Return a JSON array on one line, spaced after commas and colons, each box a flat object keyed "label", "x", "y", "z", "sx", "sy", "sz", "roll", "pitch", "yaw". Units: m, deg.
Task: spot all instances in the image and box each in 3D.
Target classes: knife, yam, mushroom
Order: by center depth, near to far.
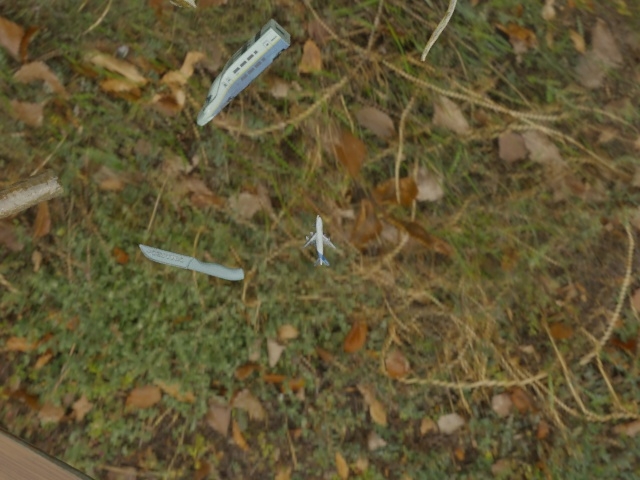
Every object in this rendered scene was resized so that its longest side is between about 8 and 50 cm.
[{"label": "mushroom", "x": 0.232, "y": -0.425, "z": 1.571, "sx": 0.026, "sy": 0.028, "sz": 0.286, "roll": 7, "pitch": 123, "yaw": -43}, {"label": "knife", "x": -0.237, "y": 0.042, "z": 1.755, "sx": 0.210, "sy": 0.015, "sz": 0.028, "roll": 15, "pitch": 109, "yaw": -24}, {"label": "yam", "x": -0.684, "y": -0.070, "z": 1.998, "sx": 0.299, "sy": 0.066, "sz": 0.066, "roll": -28, "pitch": 120, "yaw": -28}]

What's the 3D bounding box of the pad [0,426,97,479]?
[{"label": "pad", "x": -0.317, "y": 0.260, "z": 0.754, "sx": 0.286, "sy": 0.018, "sz": 0.284, "roll": 30, "pitch": 103, "yaw": -1}]

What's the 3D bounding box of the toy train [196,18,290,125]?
[{"label": "toy train", "x": -0.149, "y": -0.290, "z": 1.674, "sx": 0.234, "sy": 0.052, "sz": 0.051, "roll": -38, "pitch": 116, "yaw": 24}]

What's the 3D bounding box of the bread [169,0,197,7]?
[{"label": "bread", "x": -0.255, "y": -0.514, "z": 1.790, "sx": 0.127, "sy": 0.152, "sz": 0.147, "roll": 28, "pitch": 93, "yaw": -3}]

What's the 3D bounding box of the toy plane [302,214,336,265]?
[{"label": "toy plane", "x": -0.002, "y": 0.002, "z": 1.534, "sx": 0.077, "sy": 0.084, "sz": 0.024, "roll": 2, "pitch": 163, "yaw": -45}]
